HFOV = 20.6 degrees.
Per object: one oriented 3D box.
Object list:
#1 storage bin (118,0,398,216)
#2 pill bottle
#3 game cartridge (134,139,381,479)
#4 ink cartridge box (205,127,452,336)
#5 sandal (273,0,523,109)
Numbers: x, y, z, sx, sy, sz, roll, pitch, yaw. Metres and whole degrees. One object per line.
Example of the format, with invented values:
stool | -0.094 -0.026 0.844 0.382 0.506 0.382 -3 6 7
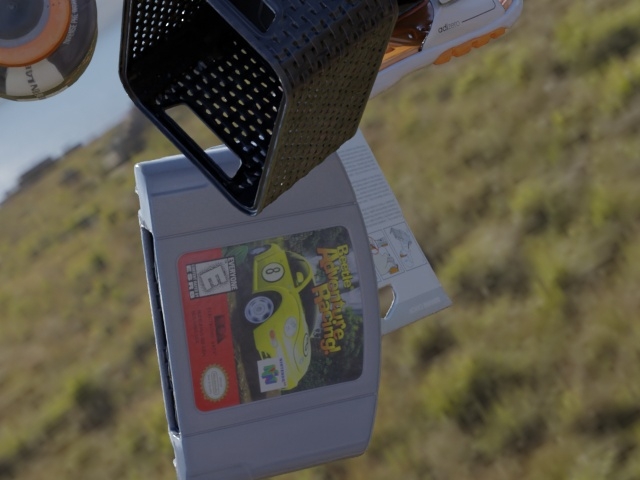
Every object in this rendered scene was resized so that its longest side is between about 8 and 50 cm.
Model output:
storage bin | -0.039 -0.109 0.976 0.084 0.122 0.180 -40 -12 -22
pill bottle | -0.248 -0.182 1.453 0.130 0.130 0.245 -34 6 -4
game cartridge | -0.046 0.061 1.523 0.196 0.294 0.060 -12 14 -22
ink cartridge box | 0.000 0.000 1.827 0.060 0.239 0.275 -31 -7 33
sandal | 0.063 -0.178 1.405 0.102 0.076 0.265 12 35 43
